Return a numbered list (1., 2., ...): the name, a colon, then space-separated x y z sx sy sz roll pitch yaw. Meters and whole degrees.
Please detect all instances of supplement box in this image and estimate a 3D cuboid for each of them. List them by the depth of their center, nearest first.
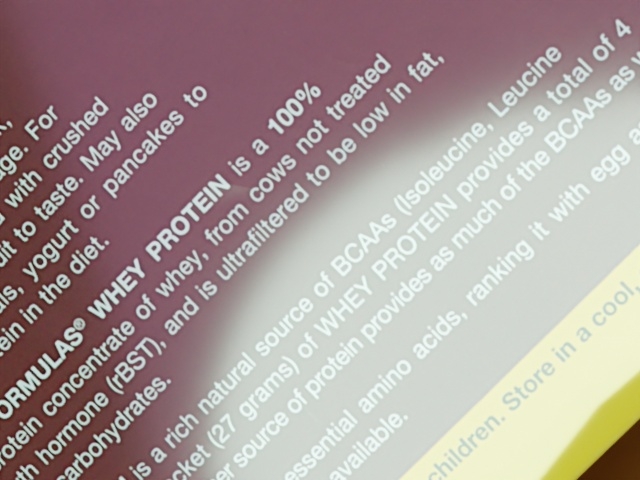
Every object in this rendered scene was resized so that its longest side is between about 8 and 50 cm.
1. supplement box: -0.020 -0.030 0.377 0.194 0.129 0.191 45 101 5

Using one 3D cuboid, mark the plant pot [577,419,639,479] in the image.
1. plant pot: 0.000 0.000 0.545 0.291 0.203 0.290 1 95 11
